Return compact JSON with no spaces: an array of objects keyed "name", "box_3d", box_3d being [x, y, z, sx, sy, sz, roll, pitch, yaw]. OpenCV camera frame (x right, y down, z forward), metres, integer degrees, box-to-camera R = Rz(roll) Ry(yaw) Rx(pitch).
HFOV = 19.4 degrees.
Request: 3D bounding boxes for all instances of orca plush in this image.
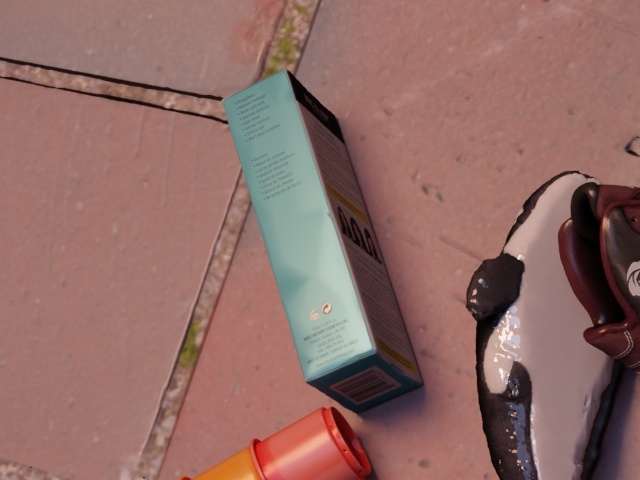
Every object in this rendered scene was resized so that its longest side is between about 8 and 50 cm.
[{"name":"orca plush","box_3d":[0.160,0.100,1.335,0.151,0.102,0.287,-3,76,-25]}]

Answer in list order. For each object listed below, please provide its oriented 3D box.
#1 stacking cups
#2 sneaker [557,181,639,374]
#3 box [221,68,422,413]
[{"name":"stacking cups","box_3d":[-0.112,0.226,1.380,0.316,0.096,0.096,-32,62,10]},{"name":"sneaker","box_3d":[0.255,-0.036,1.267,0.106,0.162,0.281,-13,55,68]},{"name":"box","box_3d":[0.000,0.000,1.411,0.060,0.100,0.244,-25,63,14]}]
